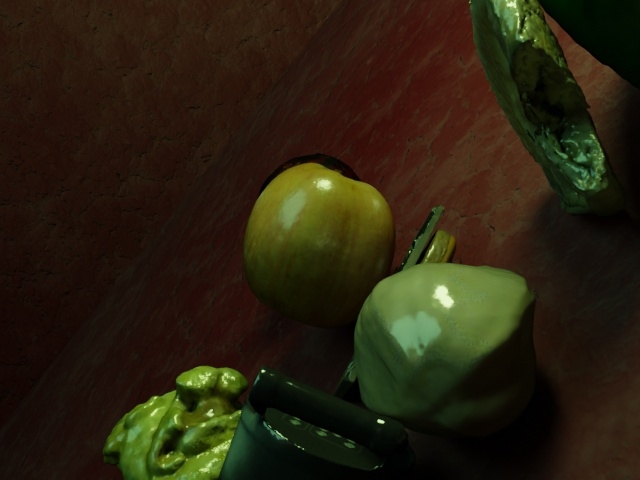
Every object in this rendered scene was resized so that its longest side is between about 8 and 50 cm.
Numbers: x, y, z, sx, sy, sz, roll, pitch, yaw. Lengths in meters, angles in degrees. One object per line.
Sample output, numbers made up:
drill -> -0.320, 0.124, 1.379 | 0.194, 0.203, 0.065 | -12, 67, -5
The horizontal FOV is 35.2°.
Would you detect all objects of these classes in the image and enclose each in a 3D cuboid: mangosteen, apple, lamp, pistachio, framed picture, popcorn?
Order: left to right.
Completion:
popcorn -> -0.190, 0.342, 1.538 | 0.242, 0.235, 0.250 | -52, 52, 37
lamp -> -0.025, 0.310, 1.139 | 0.374, 0.205, 0.272 | 73, -141, -77
mangosteen -> -0.012, -0.055, 1.779 | 0.210, 0.210, 0.210 | -45, 22, 25
apple -> 0.000, 0.000, 1.569 | 0.242, 0.242, 0.241 | -111, 40, -66
framed picture -> 0.092, 0.093, 1.439 | 0.281, 0.019, 0.209 | -61, -3, -15
pistachio -> 0.140, 0.117, 1.160 | 0.226, 0.208, 0.332 | -45, 3, -2

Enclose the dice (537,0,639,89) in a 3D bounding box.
dice -> 0.415, -0.366, 1.169 | 0.297, 0.287, 0.300 | -42, 24, 32

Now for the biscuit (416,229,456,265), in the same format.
biscuit -> 0.140, 0.073, 1.387 | 0.170, 0.050, 0.170 | -62, -3, -5

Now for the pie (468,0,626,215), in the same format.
pie -> 0.258, -0.169, 1.185 | 0.075, 0.337, 0.337 | -26, 26, 7
